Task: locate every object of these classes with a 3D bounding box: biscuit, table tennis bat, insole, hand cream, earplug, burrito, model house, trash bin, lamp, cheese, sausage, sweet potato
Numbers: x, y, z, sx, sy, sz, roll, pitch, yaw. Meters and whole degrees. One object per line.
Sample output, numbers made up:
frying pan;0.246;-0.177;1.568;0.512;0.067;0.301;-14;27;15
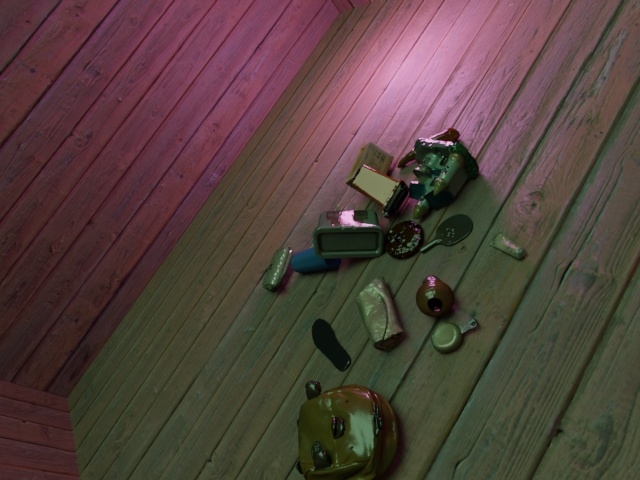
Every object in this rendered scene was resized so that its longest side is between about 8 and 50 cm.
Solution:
biscuit;0.361;-0.007;1.756;0.192;0.049;0.192;-23;45;25
table tennis bat;0.507;-0.022;1.645;0.234;0.022;0.131;-35;41;16
insole;0.040;0.442;1.737;0.110;0.012;0.309;-50;38;0
hand cream;0.666;0.019;1.435;0.061;0.039;0.143;-49;32;6
earplug;-0.041;0.098;2.020;0.273;0.132;0.132;-17;49;41
burrito;0.231;0.287;1.600;0.143;0.105;0.299;-28;41;12
model house;0.470;-0.246;1.735;0.267;0.194;0.325;27;84;52
trash bin;0.267;-0.229;1.870;0.238;0.161;0.185;32;99;19
lamp;0.412;0.209;1.454;0.136;0.136;0.136;-27;43;28
cheese;0.456;0.316;1.389;0.171;0.047;0.092;-46;40;6
sausage;0.564;-0.466;1.900;0.179;0.089;0.089;-29;42;23
sweet potato;0.453;-0.418;1.999;0.182;0.053;0.054;-34;46;20

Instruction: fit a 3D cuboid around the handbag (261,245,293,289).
handbag;-0.218;0.145;2.141;0.219;0.079;0.256;-30;36;60

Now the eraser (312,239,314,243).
eraser;0.000;0.000;2.133;0.084;0.027;0.063;19;75;51

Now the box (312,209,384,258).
box;0.127;-0.041;1.849;0.311;0.175;0.182;-2;39;5

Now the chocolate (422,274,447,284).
chocolate;0.434;0.165;1.553;0.064;0.031;0.101;-44;36;1

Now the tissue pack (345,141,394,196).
tissue pack;0.250;-0.358;2.054;0.234;0.159;0.125;-66;16;-18

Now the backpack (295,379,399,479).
backpack;0.077;0.651;1.374;0.378;0.201;0.354;-34;44;26
